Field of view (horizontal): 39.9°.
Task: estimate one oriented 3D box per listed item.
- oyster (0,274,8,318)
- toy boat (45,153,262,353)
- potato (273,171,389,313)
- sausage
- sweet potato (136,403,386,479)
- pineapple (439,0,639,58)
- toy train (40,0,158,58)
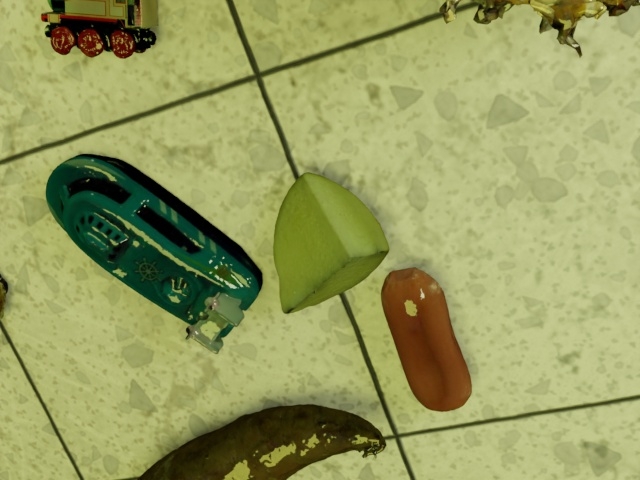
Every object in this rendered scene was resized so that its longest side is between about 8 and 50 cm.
[{"bbox_3d":[-0.489,0.075,1.221,0.132,0.029,0.086,7,109,16],"label":"oyster"},{"bbox_3d":[-0.220,0.014,1.088,0.299,0.092,0.134,35,121,-3],"label":"toy boat"},{"bbox_3d":[0.000,0.000,1.045,0.149,0.081,0.120,-42,67,43],"label":"potato"},{"bbox_3d":[0.126,0.120,1.049,0.077,0.077,0.194,-12,111,20],"label":"sausage"},{"bbox_3d":[-0.105,0.304,1.168,0.423,0.130,0.130,-29,103,19],"label":"sweet potato"},{"bbox_3d":[0.203,-0.338,0.694,0.353,0.300,0.352,5,113,12],"label":"pineapple"},{"bbox_3d":[-0.252,-0.253,0.999,0.138,0.050,0.087,7,110,14],"label":"toy train"}]
